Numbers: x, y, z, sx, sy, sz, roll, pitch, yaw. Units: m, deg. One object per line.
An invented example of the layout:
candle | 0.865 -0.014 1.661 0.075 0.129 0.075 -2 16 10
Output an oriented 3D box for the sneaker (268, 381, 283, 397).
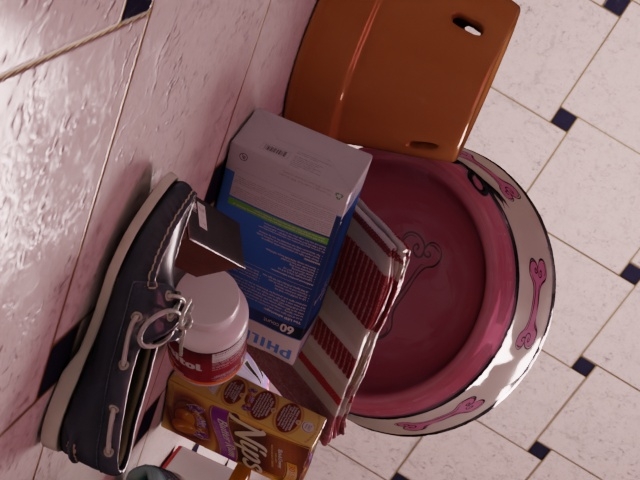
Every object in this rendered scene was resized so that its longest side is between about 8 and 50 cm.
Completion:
sneaker | -0.047 0.208 2.115 0.236 0.130 0.323 97 12 -54

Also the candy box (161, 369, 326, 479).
candy box | -0.093 0.216 1.530 0.109 0.187 0.053 105 10 -50

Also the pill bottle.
pill bottle | -0.118 0.088 1.334 0.152 0.086 0.086 100 16 -63

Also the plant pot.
plant pot | 0.106 -0.221 1.528 0.291 0.203 0.291 24 90 -84

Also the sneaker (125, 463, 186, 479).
sneaker | -0.238 0.374 1.429 0.122 0.110 0.283 65 43 -59

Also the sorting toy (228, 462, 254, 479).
sorting toy | -0.128 0.413 1.595 0.307 0.041 0.229 102 14 -53

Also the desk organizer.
desk organizer | -0.117 -0.004 1.166 0.130 0.050 0.047 36 44 -68

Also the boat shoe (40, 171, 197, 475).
boat shoe | -0.148 0.071 1.054 0.095 0.079 0.254 8 105 -83

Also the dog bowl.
dog bowl | 0.094 0.054 1.701 0.150 0.408 0.408 16 98 -65

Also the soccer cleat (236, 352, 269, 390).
soccer cleat | -0.107 0.225 1.850 0.248 0.095 0.083 -41 154 -74

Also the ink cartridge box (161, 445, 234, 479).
ink cartridge box | -0.210 0.445 1.710 0.197 0.114 0.273 -51 163 -65

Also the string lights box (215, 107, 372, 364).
string lights box | -0.048 0.001 1.374 0.077 0.133 0.259 -59 171 -48

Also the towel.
towel | -0.014 0.053 1.500 0.037 0.237 0.329 -19 143 -35
